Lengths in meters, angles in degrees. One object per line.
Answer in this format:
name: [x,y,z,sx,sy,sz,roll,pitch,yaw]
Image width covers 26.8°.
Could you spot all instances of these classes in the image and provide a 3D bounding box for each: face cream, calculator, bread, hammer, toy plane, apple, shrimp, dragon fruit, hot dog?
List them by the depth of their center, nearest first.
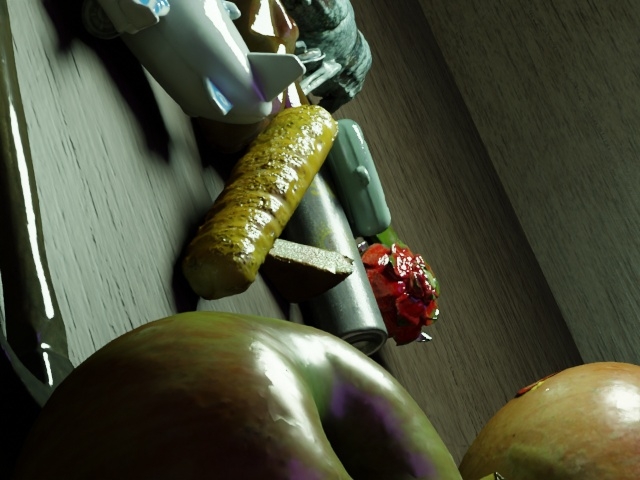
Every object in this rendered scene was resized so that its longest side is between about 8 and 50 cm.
apple: [-0.053,0.173,0.742,0.264,0.264,0.264,55,17,-25]
hammer: [-0.218,-0.050,0.925,0.168,0.044,0.440,44,23,-53]
hot dog: [-0.055,-0.046,1.264,0.068,0.083,0.289,50,35,-16]
toy plane: [-0.140,-0.221,1.308,0.267,0.122,0.267,44,17,-17]
bread: [-0.022,0.035,1.406,0.043,0.109,0.062,-86,-171,-56]
apple: [0.299,0.309,1.462,0.338,0.305,0.338,38,32,-29]
face cream: [0.000,0.000,1.496,0.073,0.073,0.284,40,27,-55]
calculator: [0.029,-0.071,1.601,0.246,0.045,0.141,180,-109,-80]
dragon fruit: [0.086,0.060,1.603,0.142,0.121,0.130,96,6,-71]
shrimp: [-0.020,-0.269,1.734,0.410,0.166,0.221,26,50,-62]

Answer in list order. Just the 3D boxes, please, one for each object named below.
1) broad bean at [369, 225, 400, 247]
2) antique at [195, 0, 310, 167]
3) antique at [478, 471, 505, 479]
broad bean: [0.055,-0.053,1.834,0.297,0.043,0.060,56,26,-26]
antique: [-0.070,-0.176,1.484,0.143,0.121,0.257,42,26,-52]
antique: [0.136,0.320,1.242,0.148,0.152,0.147,54,16,-22]
